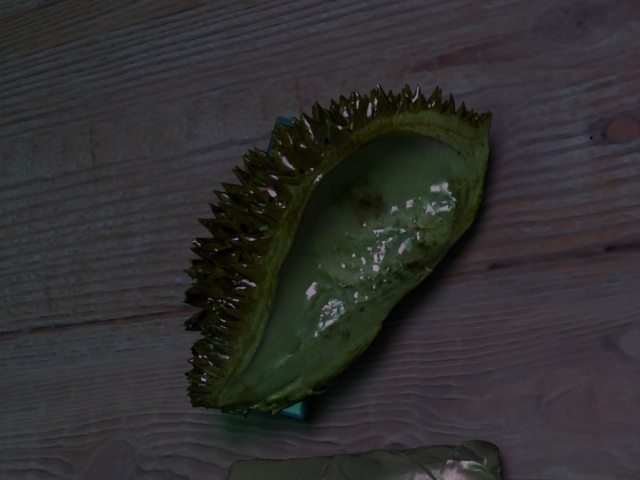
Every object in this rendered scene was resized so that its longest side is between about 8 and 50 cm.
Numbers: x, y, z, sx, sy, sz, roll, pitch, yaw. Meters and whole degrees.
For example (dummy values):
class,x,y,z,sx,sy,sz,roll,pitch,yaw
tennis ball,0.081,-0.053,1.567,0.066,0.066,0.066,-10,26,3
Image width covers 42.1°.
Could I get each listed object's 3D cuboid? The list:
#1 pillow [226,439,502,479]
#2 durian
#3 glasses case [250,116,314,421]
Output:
class,x,y,z,sx,sy,sz,roll,pitch,yaw
pillow,0.032,0.325,0.721,0.274,0.076,0.281,-10,62,20
durian,-0.004,-0.002,0.801,0.394,0.198,0.163,-55,24,-4
glasses case,-0.026,0.028,0.864,0.117,0.070,0.301,13,75,13
